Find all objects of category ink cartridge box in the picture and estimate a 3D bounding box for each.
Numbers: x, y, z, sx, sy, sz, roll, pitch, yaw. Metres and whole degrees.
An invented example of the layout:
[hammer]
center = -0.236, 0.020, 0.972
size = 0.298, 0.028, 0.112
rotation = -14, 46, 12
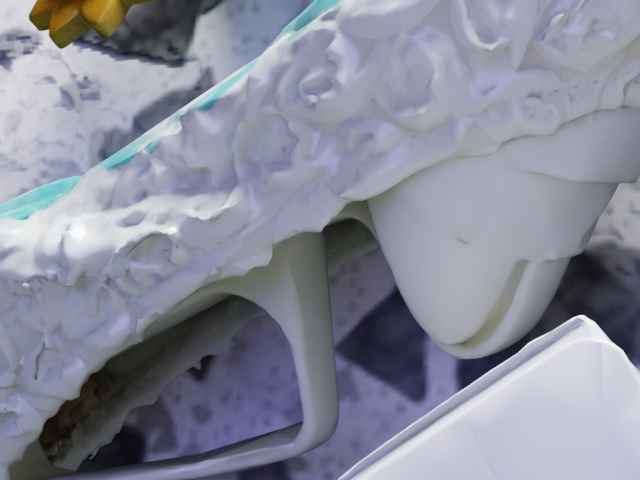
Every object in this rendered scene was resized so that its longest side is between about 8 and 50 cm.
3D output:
[ink cartridge box]
center = 0.097, 0.117, 0.417
size = 0.082, 0.190, 0.140
rotation = -34, 62, 11

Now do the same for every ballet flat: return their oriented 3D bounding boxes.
[ballet flat]
center = 0.000, 0.000, 0.544
size = 0.408, 0.147, 0.147
rotation = -28, 63, 24

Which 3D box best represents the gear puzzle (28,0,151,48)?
[gear puzzle]
center = 0.002, -0.206, 0.617
size = 0.339, 0.044, 0.175
rotation = -41, 37, 8
